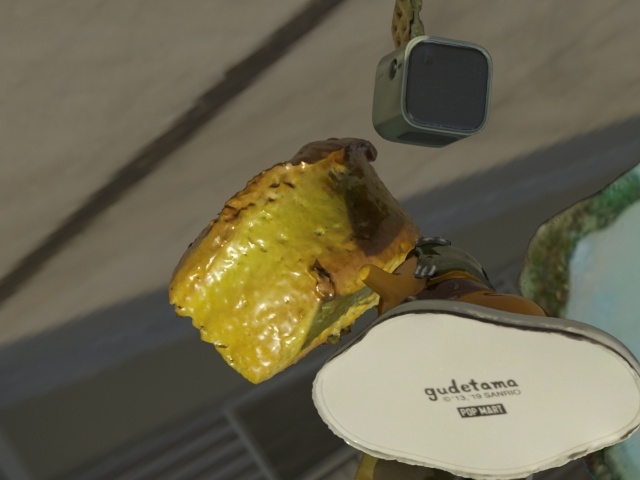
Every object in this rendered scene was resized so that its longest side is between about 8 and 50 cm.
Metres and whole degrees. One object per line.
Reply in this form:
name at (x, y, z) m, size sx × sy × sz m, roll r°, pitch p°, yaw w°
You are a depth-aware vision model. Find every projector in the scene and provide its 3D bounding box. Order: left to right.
projector at (0.098, -0.130, 1.573) m, size 0.083 × 0.083 × 0.082 m, roll 7°, pitch 173°, yaw -15°

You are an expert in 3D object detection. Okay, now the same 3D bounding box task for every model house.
model house at (0.438, 0.104, 1.830) m, size 0.297 × 0.360 × 0.339 m, roll -42°, pitch 152°, yaw 29°

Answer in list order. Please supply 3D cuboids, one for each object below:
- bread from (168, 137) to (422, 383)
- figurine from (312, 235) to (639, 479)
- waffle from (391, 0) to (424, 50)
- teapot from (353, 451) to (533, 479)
bread at (-0.004, -0.001, 1.584) m, size 0.261 × 0.160 × 0.147 m, roll -26°, pitch 165°, yaw -47°
figurine at (0.128, 0.070, 1.298) m, size 0.250 × 0.166 × 0.141 m, roll 0°, pitch -141°, yaw 23°
waffle at (0.107, -0.227, 2.004) m, size 0.023 × 0.152 × 0.097 m, roll 0°, pitch 138°, yaw -11°
teapot at (0.126, 0.241, 1.667) m, size 0.268 × 0.175 × 0.185 m, roll -12°, pitch 118°, yaw -74°
